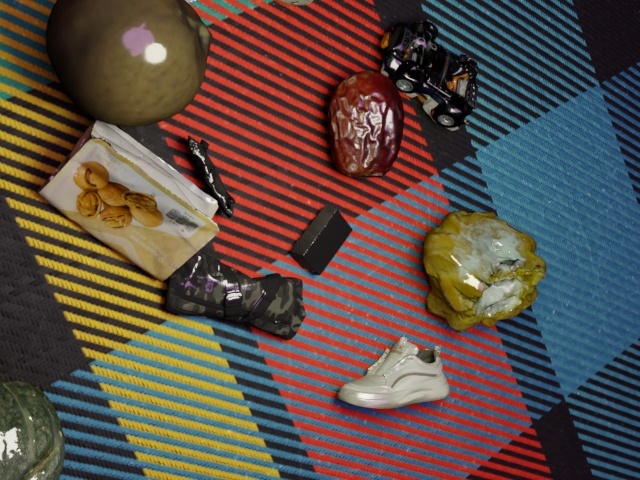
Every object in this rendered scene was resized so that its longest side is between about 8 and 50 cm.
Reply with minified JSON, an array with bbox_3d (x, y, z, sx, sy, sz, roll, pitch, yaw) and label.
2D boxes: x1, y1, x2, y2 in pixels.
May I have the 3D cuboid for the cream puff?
[{"bbox_3d":[0.372,0.071,1.981,0.323,0.270,0.274,-6,59,-30],"label":"cream puff"}]

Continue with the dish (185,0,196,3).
[{"bbox_3d":[-0.312,-0.638,1.633,0.273,0.134,0.273,-23,139,-22],"label":"dish"}]

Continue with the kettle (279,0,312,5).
[{"bbox_3d":[-0.035,-0.721,1.734,0.318,0.205,0.265,-58,138,-17],"label":"kettle"}]

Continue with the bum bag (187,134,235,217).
[{"bbox_3d":[-0.232,-0.140,1.701,0.049,0.087,0.197,-28,102,-8],"label":"bum bag"}]

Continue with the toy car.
[{"bbox_3d":[0.271,-0.417,1.971,0.301,0.118,0.193,31,66,-25],"label":"toy car"}]

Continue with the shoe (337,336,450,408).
[{"bbox_3d":[0.184,0.314,1.919,0.316,0.124,0.159,3,89,-35],"label":"shoe"}]

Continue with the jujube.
[{"bbox_3d":[0.105,-0.269,1.842,0.183,0.183,0.243,3,87,-29],"label":"jujube"}]

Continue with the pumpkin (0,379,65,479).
[{"bbox_3d":[-0.617,0.369,1.372,0.328,0.291,0.257,9,65,-39],"label":"pumpkin"}]

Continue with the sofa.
[{"bbox_3d":[0.000,0.000,1.856,0.147,0.060,0.085,-55,130,-18],"label":"sofa"}]

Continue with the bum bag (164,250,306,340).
[{"bbox_3d":[-0.173,0.120,1.731,0.340,0.095,0.144,18,96,-27],"label":"bum bag"}]

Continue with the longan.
[{"bbox_3d":[-0.360,-0.364,1.511,0.319,0.319,0.319,0,90,-29],"label":"longan"}]

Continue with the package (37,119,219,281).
[{"bbox_3d":[-0.369,-0.097,1.608,0.311,0.221,0.165,38,32,-22],"label":"package"}]
